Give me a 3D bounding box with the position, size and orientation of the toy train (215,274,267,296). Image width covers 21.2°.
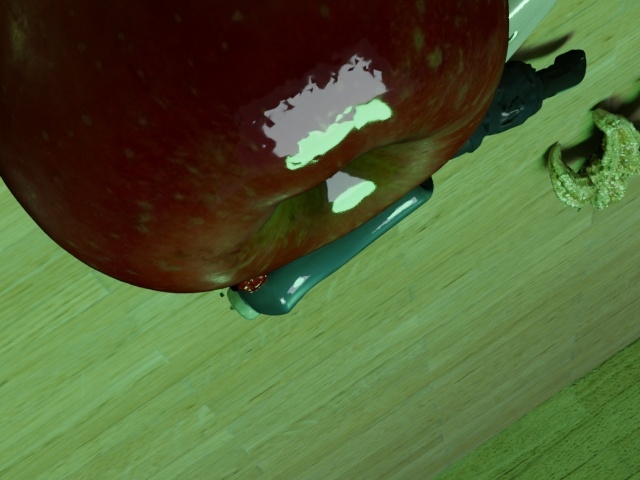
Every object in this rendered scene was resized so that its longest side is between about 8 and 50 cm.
[{"bbox_3d":[-0.044,-0.014,1.333,0.138,0.050,0.087,-39,156,5],"label":"toy train"}]

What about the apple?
[{"bbox_3d":[-0.045,-0.102,0.822,0.260,0.216,0.260,-32,164,-10],"label":"apple"}]

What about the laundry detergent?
[{"bbox_3d":[-0.001,-0.001,1.417,0.206,0.061,0.096,-39,-168,17],"label":"laundry detergent"}]

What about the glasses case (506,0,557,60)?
[{"bbox_3d":[0.050,-0.127,1.102,0.075,0.113,0.297,-10,151,-49],"label":"glasses case"}]

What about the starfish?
[{"bbox_3d":[0.318,-0.090,1.780,0.216,0.071,0.238,-24,166,-16],"label":"starfish"}]

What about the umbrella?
[{"bbox_3d":[0.141,-0.112,1.380,0.248,0.071,0.071,-19,157,-39],"label":"umbrella"}]
